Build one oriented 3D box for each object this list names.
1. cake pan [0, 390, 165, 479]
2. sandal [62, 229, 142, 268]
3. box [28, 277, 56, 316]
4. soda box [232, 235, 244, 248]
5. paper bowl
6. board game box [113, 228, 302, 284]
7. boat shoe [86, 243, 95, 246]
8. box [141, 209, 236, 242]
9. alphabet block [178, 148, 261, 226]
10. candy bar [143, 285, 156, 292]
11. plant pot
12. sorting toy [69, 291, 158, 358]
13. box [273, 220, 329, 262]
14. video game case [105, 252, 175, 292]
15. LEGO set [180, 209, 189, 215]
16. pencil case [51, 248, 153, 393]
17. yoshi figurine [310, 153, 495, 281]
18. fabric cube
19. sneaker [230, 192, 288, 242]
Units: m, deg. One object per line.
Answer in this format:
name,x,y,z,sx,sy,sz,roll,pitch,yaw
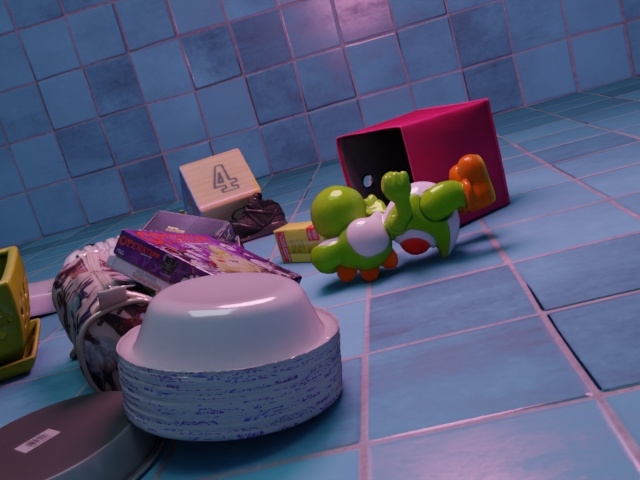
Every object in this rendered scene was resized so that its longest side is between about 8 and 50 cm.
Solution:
cake pan,-0.345,0.276,0.893,0.293,0.054,0.293,-16,12,4
sandal,-0.463,0.052,1.871,0.416,0.102,0.169,-8,49,-13
box,-0.857,0.172,1.874,0.322,0.058,0.232,-9,9,-21
soda box,-0.276,0.043,1.765,0.169,0.053,0.060,-15,54,4
paper bowl,-0.115,0.131,0.906,0.284,0.148,0.284,-3,11,1
board game box,-0.180,0.045,1.239,0.208,0.056,0.347,21,5,16
boat shoe,-0.602,0.074,2.037,0.118,0.103,0.320,-1,8,-35
box,-0.351,0.018,1.727,0.233,0.059,0.183,10,49,28
alphabet block,-0.305,-0.133,2.163,0.197,0.193,0.192,-20,-30,-18
candy bar,-0.419,0.117,1.760,0.040,0.018,0.161,-26,17,-40
plant pot,-0.681,0.165,1.392,0.228,0.207,0.227,-19,22,-12
sorting toy,-0.407,0.156,1.519,0.229,0.041,0.307,-17,13,-6
box,0.000,0.000,1.589,0.232,0.087,0.058,-2,19,44
video game case,-0.224,0.086,1.194,0.206,0.026,0.227,25,-3,13
LEGO set,-0.439,-0.021,2.290,0.287,0.107,0.132,-18,-23,12
pencil case,-0.356,0.124,1.198,0.160,0.183,0.410,-5,11,-25
yoshi figurine,0.131,-0.070,1.354,0.362,0.203,0.203,-25,37,0
fabric cube,0.232,-0.162,1.614,0.258,0.254,0.259,-23,14,-29
sneaker,-0.220,-0.063,2.045,0.228,0.130,0.087,-19,11,-3
